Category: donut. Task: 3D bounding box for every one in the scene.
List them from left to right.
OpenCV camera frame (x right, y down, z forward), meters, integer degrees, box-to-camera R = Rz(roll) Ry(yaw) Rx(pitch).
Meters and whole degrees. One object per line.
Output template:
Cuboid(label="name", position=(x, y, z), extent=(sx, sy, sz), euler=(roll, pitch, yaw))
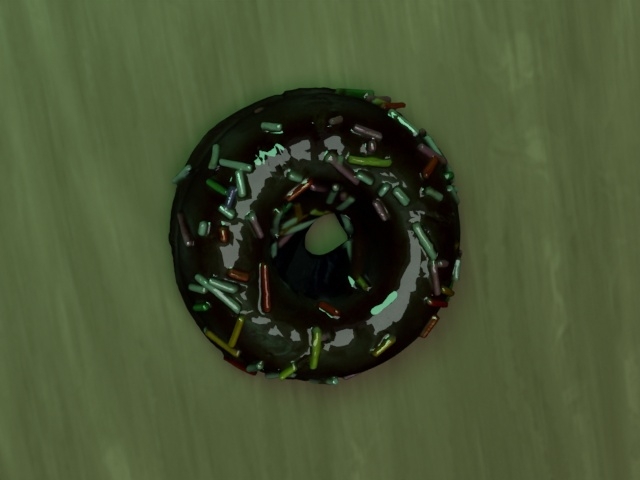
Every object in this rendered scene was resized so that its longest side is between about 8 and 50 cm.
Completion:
Cuboid(label="donut", position=(0.000, 0.000, 1.572), extent=(0.270, 0.103, 0.269), euler=(-2, 101, -11))
